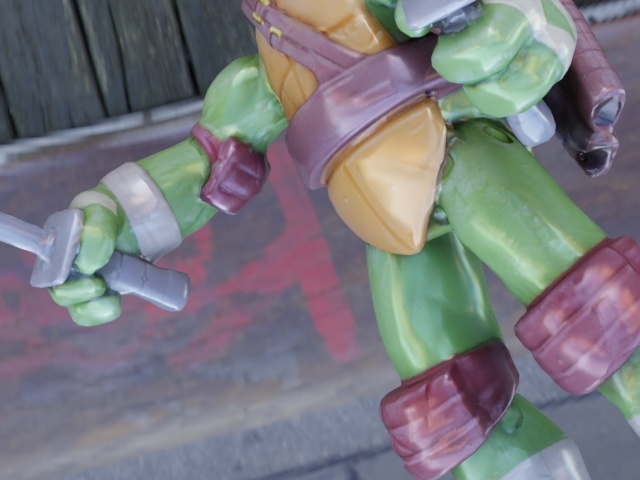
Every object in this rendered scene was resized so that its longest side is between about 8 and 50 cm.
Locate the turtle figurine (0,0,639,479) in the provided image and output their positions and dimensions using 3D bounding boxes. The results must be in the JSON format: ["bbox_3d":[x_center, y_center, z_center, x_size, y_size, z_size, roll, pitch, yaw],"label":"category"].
[{"bbox_3d":[0.000,0.000,0.509,0.198,0.275,0.266,-36,85,15],"label":"turtle figurine"}]
